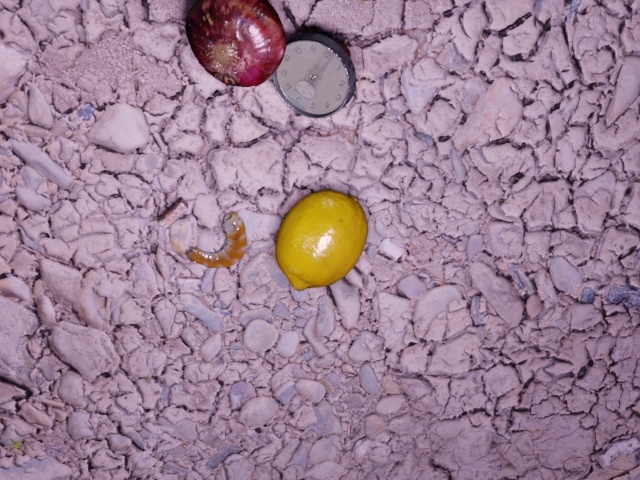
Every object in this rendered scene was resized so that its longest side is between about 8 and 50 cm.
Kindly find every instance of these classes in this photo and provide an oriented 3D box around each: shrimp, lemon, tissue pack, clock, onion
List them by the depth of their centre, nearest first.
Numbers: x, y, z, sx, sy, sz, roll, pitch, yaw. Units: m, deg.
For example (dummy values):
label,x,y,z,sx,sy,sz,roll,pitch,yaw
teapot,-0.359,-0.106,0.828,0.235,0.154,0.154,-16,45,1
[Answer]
label,x,y,z,sx,sy,sz,roll,pitch,yaw
onion,-0.198,-0.487,1.807,0.246,0.190,0.246,9,130,11
clock,-0.018,-0.404,1.886,0.215,0.042,0.214,13,128,17
tissue pack,-0.383,-0.071,1.989,0.083,0.063,0.035,-39,109,6
lemon,0.002,-0.004,1.995,0.263,0.236,0.236,-34,113,-14
shrimp,-0.281,-0.002,2.048,0.166,0.049,0.161,-2,111,-2

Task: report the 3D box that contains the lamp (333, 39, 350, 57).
label,x,y,z,sx,sy,sz,roll,pitch,yaw
lamp,0.027,-0.457,1.912,0.101,0.090,0.101,-8,149,-5
